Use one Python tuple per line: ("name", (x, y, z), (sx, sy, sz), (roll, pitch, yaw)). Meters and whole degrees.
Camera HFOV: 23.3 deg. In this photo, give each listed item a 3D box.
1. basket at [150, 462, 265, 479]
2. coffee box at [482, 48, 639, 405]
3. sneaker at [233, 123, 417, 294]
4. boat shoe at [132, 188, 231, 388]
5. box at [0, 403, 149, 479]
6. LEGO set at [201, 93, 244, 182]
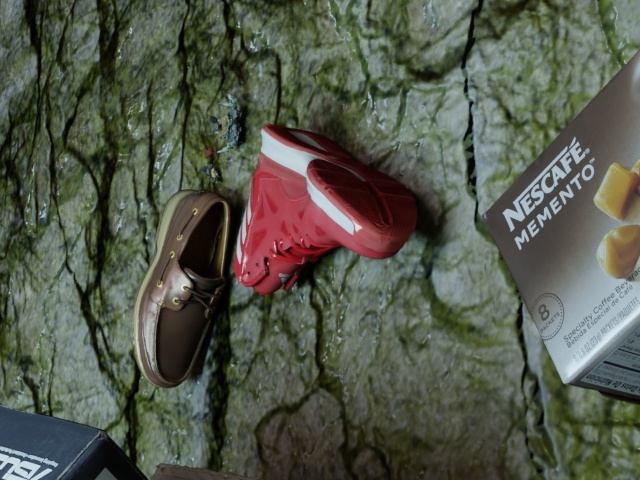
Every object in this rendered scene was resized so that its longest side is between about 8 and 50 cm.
("basket", (-0.062, 0.235, 1.155), (0.167, 0.113, 0.103), (-1, 63, 53))
("coffee box", (0.225, -0.035, 0.892), (0.246, 0.098, 0.141), (-48, 44, 31))
("sneaker", (0.000, 0.000, 1.208), (0.221, 0.087, 0.128), (-130, 53, -62))
("boat shoe", (-0.117, 0.040, 1.343), (0.060, 0.064, 0.178), (-2, 74, 54))
("box", (-0.130, 0.261, 1.024), (0.097, 0.395, 0.318), (-50, 30, -23))
("LEGO set", (-0.083, -0.092, 1.388), (0.083, 0.023, 0.054), (-63, 34, 38))
